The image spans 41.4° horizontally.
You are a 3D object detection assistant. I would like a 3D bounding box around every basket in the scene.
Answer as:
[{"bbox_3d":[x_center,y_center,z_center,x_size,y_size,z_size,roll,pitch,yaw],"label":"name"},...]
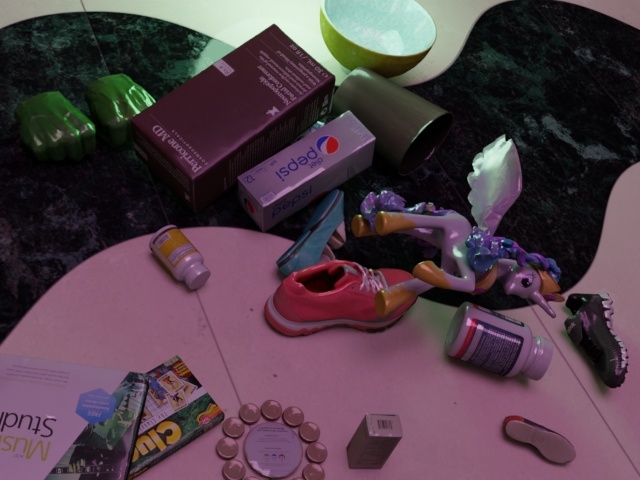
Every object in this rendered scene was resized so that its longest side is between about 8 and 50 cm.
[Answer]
[{"bbox_3d":[0.151,-0.278,1.899,0.227,0.154,0.204,39,48,19],"label":"basket"}]

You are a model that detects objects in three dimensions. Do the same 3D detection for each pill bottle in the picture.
[{"bbox_3d":[-0.253,0.032,1.539,0.065,0.065,0.116,-28,65,-36],"label":"pill bottle"},{"bbox_3d":[0.335,0.194,1.585,0.180,0.108,0.108,21,47,-2],"label":"pill bottle"}]

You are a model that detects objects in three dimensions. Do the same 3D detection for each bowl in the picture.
[{"bbox_3d":[0.122,-0.480,2.052,0.289,0.156,0.290,10,48,-11],"label":"bowl"}]

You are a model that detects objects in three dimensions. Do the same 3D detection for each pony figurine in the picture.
[{"bbox_3d":[0.252,-0.002,1.577,0.363,0.303,0.351,3,48,-22],"label":"pony figurine"}]

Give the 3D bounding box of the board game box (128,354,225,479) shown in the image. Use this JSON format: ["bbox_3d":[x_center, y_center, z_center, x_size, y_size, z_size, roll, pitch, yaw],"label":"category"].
[{"bbox_3d":[-0.291,0.293,1.323,0.259,0.030,0.136,-29,67,-34],"label":"board game box"}]

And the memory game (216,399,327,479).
[{"bbox_3d":[-0.078,0.341,1.374,0.186,0.012,0.186,10,48,-11],"label":"memory game"}]

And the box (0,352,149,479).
[{"bbox_3d":[-0.390,0.326,1.209,0.232,0.058,0.322,8,55,-5],"label":"box"}]

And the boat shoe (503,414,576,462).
[{"bbox_3d":[0.391,0.352,1.514,0.137,0.049,0.043,25,8,2],"label":"boat shoe"}]

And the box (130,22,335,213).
[{"bbox_3d":[-0.170,-0.251,1.698,0.191,0.143,0.381,43,68,15],"label":"box"}]

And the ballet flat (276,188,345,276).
[{"bbox_3d":[0.000,0.000,1.661,0.087,0.083,0.247,46,47,-12],"label":"ballet flat"}]

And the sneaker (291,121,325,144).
[{"bbox_3d":[-0.068,-0.236,1.828,0.237,0.085,0.086,28,54,7],"label":"sneaker"}]

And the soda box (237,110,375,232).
[{"bbox_3d":[-0.027,-0.139,1.700,0.286,0.098,0.091,-33,66,-21],"label":"soda box"}]

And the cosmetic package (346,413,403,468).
[{"bbox_3d":[0.086,0.327,1.375,0.060,0.115,0.041,6,48,-17],"label":"cosmetic package"}]

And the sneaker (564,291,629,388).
[{"bbox_3d":[0.538,0.192,1.685,0.106,0.078,0.234,11,44,-7],"label":"sneaker"}]

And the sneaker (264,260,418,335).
[{"bbox_3d":[0.059,0.094,1.551,0.313,0.136,0.116,-8,55,-26],"label":"sneaker"}]

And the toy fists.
[{"bbox_3d":[-0.454,-0.235,1.678,0.279,0.096,0.142,-23,52,-32],"label":"toy fists"}]
